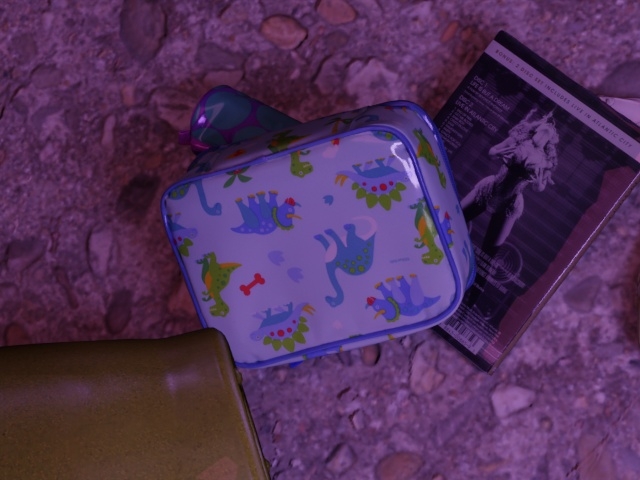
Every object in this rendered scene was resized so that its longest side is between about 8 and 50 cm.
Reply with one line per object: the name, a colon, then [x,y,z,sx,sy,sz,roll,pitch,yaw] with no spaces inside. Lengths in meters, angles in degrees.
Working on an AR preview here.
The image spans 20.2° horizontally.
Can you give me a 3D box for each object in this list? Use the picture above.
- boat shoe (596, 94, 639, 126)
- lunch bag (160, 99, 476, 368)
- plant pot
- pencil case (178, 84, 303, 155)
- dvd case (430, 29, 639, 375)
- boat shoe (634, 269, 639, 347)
boat shoe: [0.217,-0.098,1.410,0.100,0.035,0.035,0,72,16]
lunch bag: [0.000,0.000,1.366,0.219,0.090,0.176,-16,105,21]
plant pot: [-0.201,0.220,1.275,0.353,0.366,0.367,-18,67,-3]
pencil case: [-0.036,-0.066,1.454,0.151,0.064,0.070,30,55,23]
dvd case: [0.137,-0.031,1.401,0.164,0.018,0.221,39,96,24]
boat shoe: [0.268,0.018,1.356,0.056,0.048,0.153,12,81,-5]
